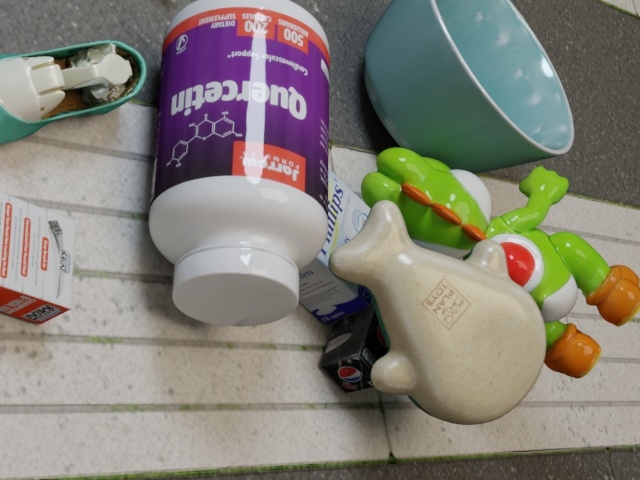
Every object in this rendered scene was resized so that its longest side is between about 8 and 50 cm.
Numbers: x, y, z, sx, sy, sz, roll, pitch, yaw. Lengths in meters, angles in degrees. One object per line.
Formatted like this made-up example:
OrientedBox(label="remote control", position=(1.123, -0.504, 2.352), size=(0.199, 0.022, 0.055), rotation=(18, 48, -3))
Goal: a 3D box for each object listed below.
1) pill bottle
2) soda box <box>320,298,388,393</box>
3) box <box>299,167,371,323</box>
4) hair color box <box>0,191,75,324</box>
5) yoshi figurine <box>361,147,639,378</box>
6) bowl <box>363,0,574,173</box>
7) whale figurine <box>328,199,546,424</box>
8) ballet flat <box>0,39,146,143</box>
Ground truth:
OrientedBox(label="pill bottle", position=(-0.081, -0.083, 1.405), size=(0.181, 0.181, 0.323), rotation=(27, 52, -40))
OrientedBox(label="soda box", position=(0.057, 0.093, 1.579), size=(0.053, 0.060, 0.169), rotation=(51, 39, -28))
OrientedBox(label="box", position=(0.000, 0.000, 1.550), size=(0.137, 0.072, 0.126), rotation=(42, 43, -28))
OrientedBox(label="hair color box", position=(-0.298, 0.005, 1.202), size=(0.167, 0.053, 0.093), rotation=(23, 53, -41))
OrientedBox(label="yoshi figurine", position=(0.205, 0.003, 1.677), size=(0.362, 0.203, 0.203), rotation=(35, 55, -10))
OrientedBox(label="bowl", position=(0.172, -0.206, 1.765), size=(0.311, 0.163, 0.311), rotation=(39, 32, -30))
OrientedBox(label="whale figurine", position=(0.121, 0.081, 1.518), size=(0.272, 0.141, 0.216), rotation=(43, 75, -11))
OrientedBox(label="ballet flat", position=(-0.258, -0.151, 1.304), size=(0.247, 0.087, 0.083), rotation=(-25, 91, -53))
